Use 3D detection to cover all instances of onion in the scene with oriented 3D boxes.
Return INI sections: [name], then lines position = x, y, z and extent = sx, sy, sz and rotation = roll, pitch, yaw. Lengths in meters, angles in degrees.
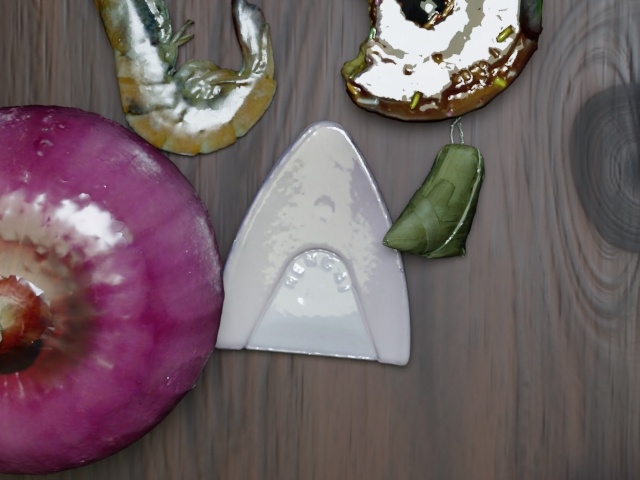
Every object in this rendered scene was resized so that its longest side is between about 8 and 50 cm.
[onion]
position = -0.261, 0.056, 1.300
extent = 0.358, 0.345, 0.358
rotation = -9, 112, -23

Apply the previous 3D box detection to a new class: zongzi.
[zongzi]
position = 0.114, -0.060, 1.346
extent = 0.062, 0.130, 0.154
rotation = 17, 94, 36

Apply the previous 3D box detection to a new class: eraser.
[eraser]
position = 0.000, 0.000, 1.390
extent = 0.204, 0.059, 0.243
rotation = 6, 96, 5

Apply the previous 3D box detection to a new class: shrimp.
[shrimp]
position = -0.146, -0.235, 1.399
extent = 0.169, 0.058, 0.296
rotation = -18, 95, -2

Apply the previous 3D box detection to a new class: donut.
[donut]
position = 0.108, -0.233, 1.353
extent = 0.216, 0.096, 0.230
rotation = -21, 91, 3
